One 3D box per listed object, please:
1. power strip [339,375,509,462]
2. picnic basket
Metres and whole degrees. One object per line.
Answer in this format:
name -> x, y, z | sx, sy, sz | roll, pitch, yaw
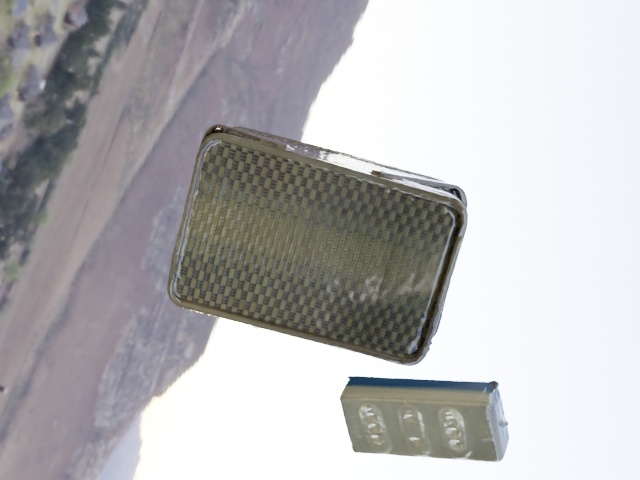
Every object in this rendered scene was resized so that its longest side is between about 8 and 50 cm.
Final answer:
power strip -> 0.078, 0.133, 0.672 | 0.032, 0.123, 0.056 | -52, 134, -54
picnic basket -> 0.000, 0.000, 0.839 | 0.139, 0.267, 0.165 | -80, -175, -79
